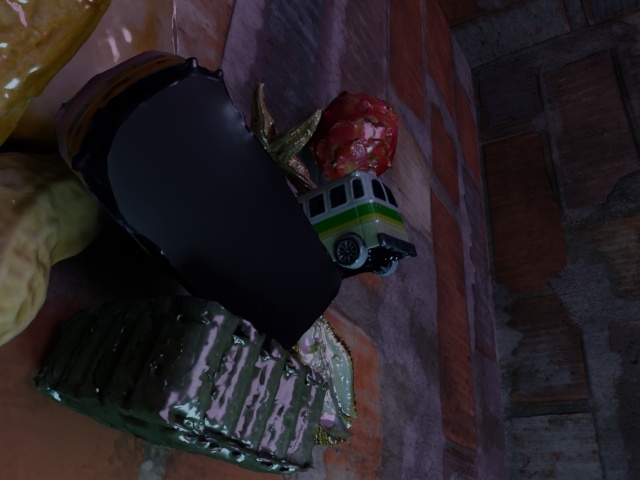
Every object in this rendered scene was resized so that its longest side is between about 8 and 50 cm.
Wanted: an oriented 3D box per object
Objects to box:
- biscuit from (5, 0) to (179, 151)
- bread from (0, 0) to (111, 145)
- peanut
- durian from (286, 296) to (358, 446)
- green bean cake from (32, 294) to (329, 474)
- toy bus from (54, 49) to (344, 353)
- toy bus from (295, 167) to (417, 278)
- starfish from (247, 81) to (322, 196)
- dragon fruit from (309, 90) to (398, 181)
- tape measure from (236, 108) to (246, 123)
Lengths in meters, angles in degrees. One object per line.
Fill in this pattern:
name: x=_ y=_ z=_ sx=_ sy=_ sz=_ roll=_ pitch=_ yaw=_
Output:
biscuit: x=-0.324 y=-0.303 z=0.662 sx=0.446 sy=0.104 sz=0.428 roll=-21 pitch=107 yaw=-62
bread: x=-0.358 y=-0.210 z=0.406 sx=0.337 sy=0.148 sz=0.328 roll=36 pitch=91 yaw=-34
peanut: x=-0.314 y=0.006 z=0.545 sx=0.147 sy=0.147 sz=0.305 roll=57 pitch=30 yaw=-31
durian: x=-0.030 y=0.214 z=0.935 sx=0.193 sy=0.138 sz=0.237 roll=27 pitch=58 yaw=-50
green bean cake: x=-0.151 y=0.166 z=0.632 sx=0.241 sy=0.255 sz=0.132 roll=43 pitch=52 yaw=-45
toy bus: x=-0.131 y=-0.031 z=0.635 sx=0.171 sy=0.162 sz=0.386 roll=-47 pitch=139 yaw=-15
toy bus: x=0.000 y=0.000 z=0.944 sx=0.134 sy=0.276 sz=0.164 roll=18 pitch=56 yaw=-57
starfish: x=-0.076 y=-0.163 z=0.982 sx=0.235 sy=0.277 sz=0.062 roll=46 pitch=67 yaw=2
dragon fruit: x=0.081 y=-0.233 z=1.269 sx=0.268 sy=0.210 sz=0.205 roll=-49 pitch=160 yaw=-53
tape measure: x=-0.168 y=-0.065 z=0.795 sx=0.197 sy=0.120 sz=0.236 roll=-36 pitch=136 yaw=-42
